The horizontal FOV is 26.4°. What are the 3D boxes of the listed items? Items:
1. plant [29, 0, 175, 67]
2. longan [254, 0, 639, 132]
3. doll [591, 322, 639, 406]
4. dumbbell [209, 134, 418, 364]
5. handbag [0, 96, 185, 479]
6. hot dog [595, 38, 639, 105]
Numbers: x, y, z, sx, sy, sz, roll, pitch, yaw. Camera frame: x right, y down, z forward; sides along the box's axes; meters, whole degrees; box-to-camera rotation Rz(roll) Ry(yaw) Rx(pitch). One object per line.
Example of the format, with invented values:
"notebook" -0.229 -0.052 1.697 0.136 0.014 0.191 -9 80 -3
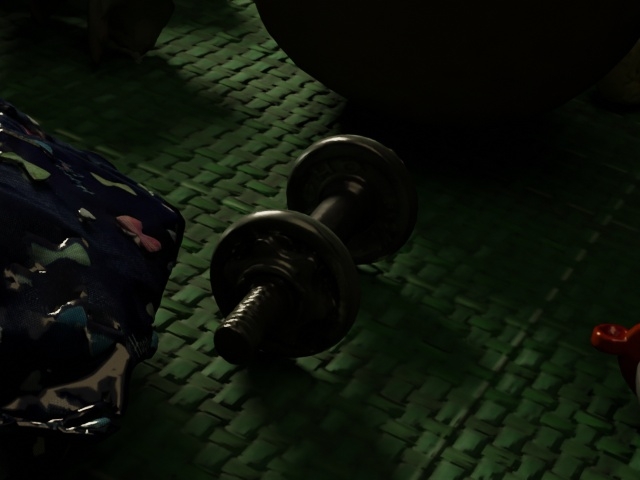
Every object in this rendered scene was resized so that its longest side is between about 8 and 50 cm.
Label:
"plant" -0.179 -0.229 0.977 0.142 0.131 0.203 -37 84 -13
"longan" 0.095 -0.211 0.955 0.297 0.297 0.297 10 29 -6
"doll" 0.247 0.097 0.671 0.245 0.076 0.142 29 32 20
"dumbbell" 0.000 0.000 0.732 0.082 0.081 0.254 20 28 12
"handbag" -0.154 0.011 0.596 0.162 0.113 0.260 38 22 -19
"hot dog" 0.311 -0.167 1.152 0.243 0.084 0.073 -12 34 -36
